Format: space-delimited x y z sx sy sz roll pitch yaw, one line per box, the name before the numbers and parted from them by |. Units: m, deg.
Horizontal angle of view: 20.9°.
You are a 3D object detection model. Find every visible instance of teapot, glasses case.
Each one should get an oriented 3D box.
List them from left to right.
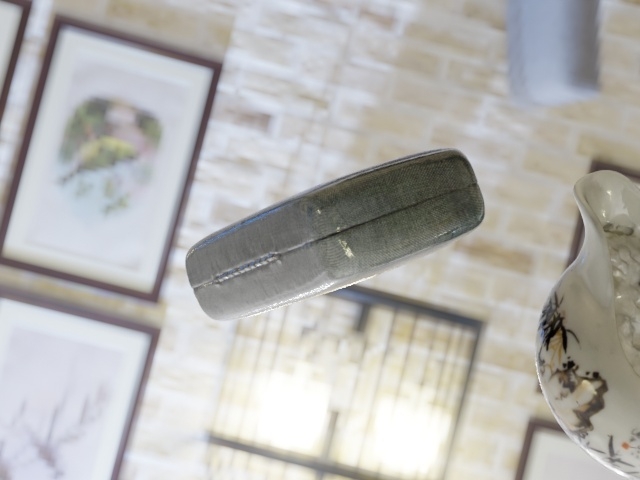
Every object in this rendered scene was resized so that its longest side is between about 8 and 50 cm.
glasses case | 0.000 0.000 1.293 0.131 0.074 0.323 -22 180 -22
teapot | 0.284 0.096 1.320 0.208 0.165 0.299 -20 -128 -31
